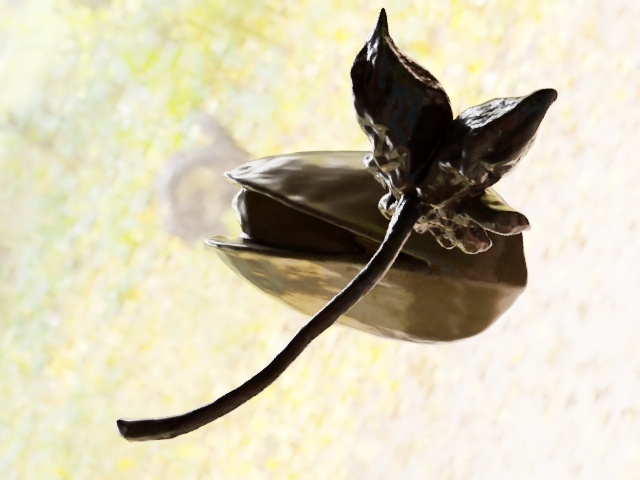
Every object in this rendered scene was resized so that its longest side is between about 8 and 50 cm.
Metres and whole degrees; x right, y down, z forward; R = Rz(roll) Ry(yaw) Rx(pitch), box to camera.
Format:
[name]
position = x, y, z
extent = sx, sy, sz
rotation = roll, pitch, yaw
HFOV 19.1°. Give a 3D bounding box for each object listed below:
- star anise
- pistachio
[star anise]
position = 0.000, 0.000, 1.033
extent = 0.227, 0.148, 0.218
rotation = -44, 5, -38
[pistachio]
position = 0.033, 0.000, 1.284
extent = 0.152, 0.223, 0.126
rotation = 6, -83, -71
